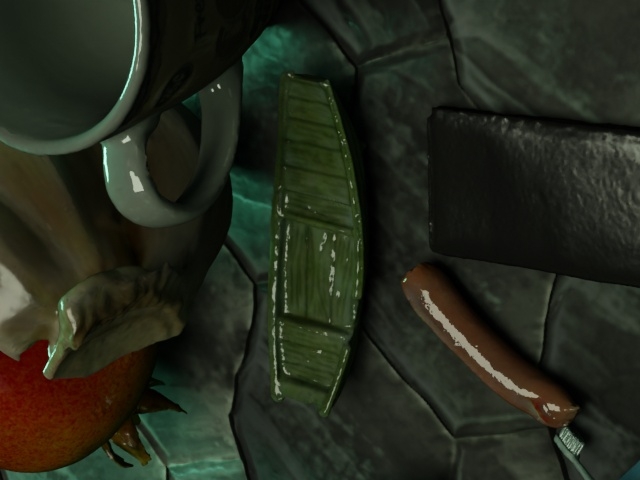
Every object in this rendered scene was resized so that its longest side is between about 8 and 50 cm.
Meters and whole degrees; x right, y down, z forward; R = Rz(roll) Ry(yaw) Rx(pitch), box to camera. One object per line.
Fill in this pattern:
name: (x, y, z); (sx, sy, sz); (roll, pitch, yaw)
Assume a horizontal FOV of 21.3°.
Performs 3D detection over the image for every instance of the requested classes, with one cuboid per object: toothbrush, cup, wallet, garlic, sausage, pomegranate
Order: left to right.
pomegranate: (-0.241, 0.107, 1.515); (0.257, 0.221, 0.221); (43, 130, -19)
garlic: (-0.209, -0.036, 1.400); (0.325, 0.279, 0.132); (52, 145, 31)
cup: (-0.130, -0.165, 1.311); (0.227, 0.257, 0.301); (-16, 95, 40)
sausage: (0.133, 0.084, 1.348); (0.177, 0.040, 0.047); (45, 119, 14)
wallet: (0.187, -0.030, 1.281); (0.244, 0.025, 0.124); (9, 111, 32)
toothbrush: (0.219, 0.196, 1.256); (0.019, 0.016, 0.219); (-61, 24, 16)

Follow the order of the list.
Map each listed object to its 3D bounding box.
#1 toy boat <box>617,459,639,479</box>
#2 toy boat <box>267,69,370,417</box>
toy boat: (0.280, 0.211, 1.276); (0.102, 0.088, 0.215); (27, 125, -16)
toy boat: (0.000, 0.000, 1.404); (0.093, 0.055, 0.293); (15, 114, 31)
